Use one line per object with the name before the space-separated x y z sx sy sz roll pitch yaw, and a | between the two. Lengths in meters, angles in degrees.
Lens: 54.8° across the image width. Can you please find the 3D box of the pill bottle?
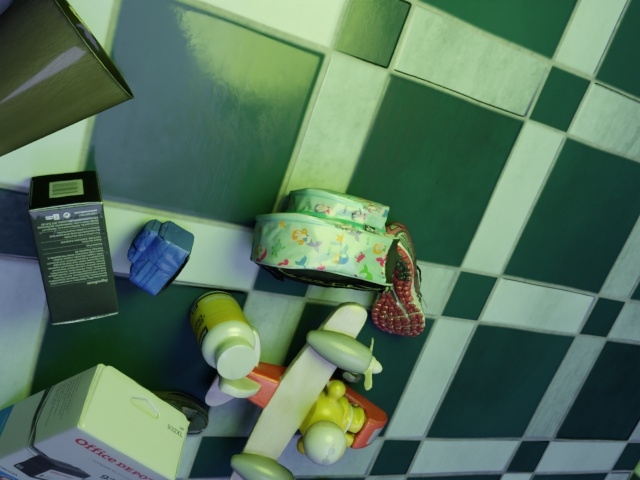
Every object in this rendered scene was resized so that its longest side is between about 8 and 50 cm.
pill bottle | -0.184 0.181 1.183 0.103 0.184 0.103 -10 118 -20

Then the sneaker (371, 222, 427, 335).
sneaker | 0.177 0.098 1.353 0.120 0.112 0.299 6 133 17

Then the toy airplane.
toy airplane | -0.042 0.345 1.275 0.384 0.272 0.386 -20 121 -13

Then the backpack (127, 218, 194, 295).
backpack | -0.296 0.030 1.115 0.101 0.098 0.120 33 108 -12

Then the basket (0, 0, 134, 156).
basket | -0.426 -0.229 0.897 0.226 0.154 0.204 -35 122 0

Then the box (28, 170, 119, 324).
box | -0.405 0.009 1.018 0.108 0.153 0.207 -9 117 -20

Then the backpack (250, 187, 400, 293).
backpack | 0.000 0.000 1.157 0.253 0.225 0.191 4 91 -22

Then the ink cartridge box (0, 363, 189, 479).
ink cartridge box | -0.433 0.373 1.125 0.307 0.129 0.223 -26 127 25

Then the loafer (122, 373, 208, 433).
loafer | -0.340 0.354 1.258 0.267 0.084 0.096 31 98 -32
